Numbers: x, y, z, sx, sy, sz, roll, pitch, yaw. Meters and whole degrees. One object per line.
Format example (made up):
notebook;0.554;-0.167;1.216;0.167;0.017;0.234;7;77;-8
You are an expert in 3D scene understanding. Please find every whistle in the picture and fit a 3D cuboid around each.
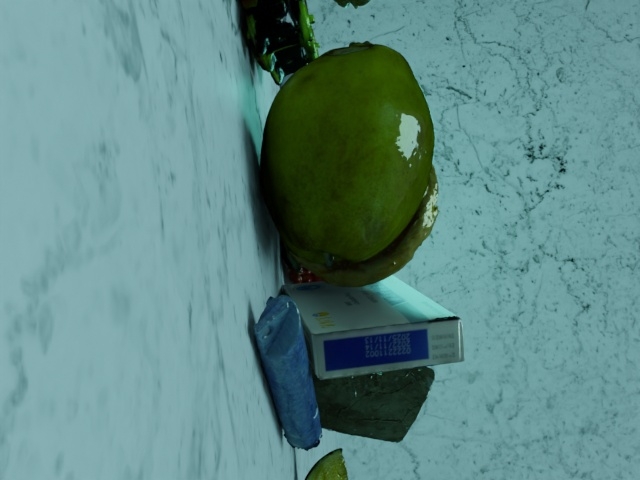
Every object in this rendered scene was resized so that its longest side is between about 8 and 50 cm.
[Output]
whistle;-0.039;0.181;0.897;0.304;0.062;0.062;82;4;-49

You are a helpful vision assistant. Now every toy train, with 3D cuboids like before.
toy train;-0.061;-0.338;1.046;0.296;0.100;0.161;-5;83;-87

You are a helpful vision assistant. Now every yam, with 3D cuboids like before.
yam;0.049;0.246;1.150;0.154;0.254;0.154;-163;-90;-88

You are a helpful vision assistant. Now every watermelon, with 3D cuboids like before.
watermelon;0.006;0.442;1.134;0.075;0.092;0.181;119;-40;-69

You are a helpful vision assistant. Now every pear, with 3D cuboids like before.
pear;0.035;-0.122;0.987;0.269;0.269;0.321;45;56;-86

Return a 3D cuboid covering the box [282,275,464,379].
box;0.061;0.116;1.042;0.343;0.200;0.065;-144;-131;-79

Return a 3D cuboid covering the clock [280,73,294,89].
clock;-0.025;-0.298;1.558;0.080;0.117;0.176;-89;173;-70

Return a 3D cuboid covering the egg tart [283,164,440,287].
egg tart;0.068;-0.055;1.157;0.115;0.290;0.290;43;38;-57

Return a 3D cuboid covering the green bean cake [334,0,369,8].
green bean cake;0.001;-0.494;1.067;0.285;0.202;0.310;44;10;-9

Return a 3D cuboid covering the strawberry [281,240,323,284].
strawberry;0.000;0.000;1.358;0.306;0.137;0.233;72;11;-73
